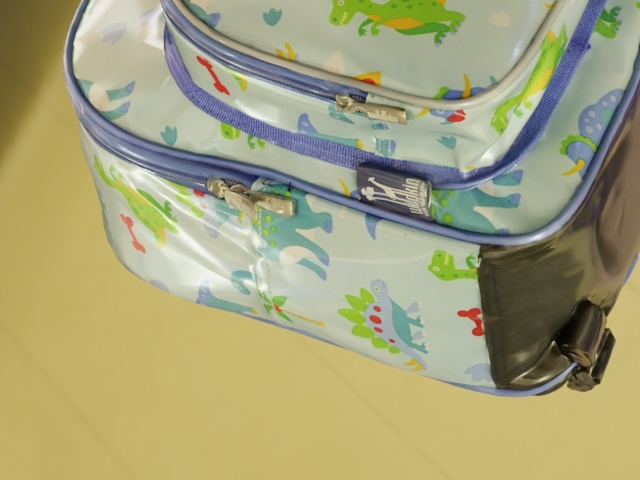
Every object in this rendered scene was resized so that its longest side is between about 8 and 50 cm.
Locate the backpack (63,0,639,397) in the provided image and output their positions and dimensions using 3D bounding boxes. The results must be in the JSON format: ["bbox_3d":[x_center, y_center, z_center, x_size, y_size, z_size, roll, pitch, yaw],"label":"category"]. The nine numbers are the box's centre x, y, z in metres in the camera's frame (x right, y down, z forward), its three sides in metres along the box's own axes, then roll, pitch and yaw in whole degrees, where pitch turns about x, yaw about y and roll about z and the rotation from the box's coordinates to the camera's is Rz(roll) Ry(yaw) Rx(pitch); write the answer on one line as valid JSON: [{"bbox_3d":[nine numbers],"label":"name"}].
[{"bbox_3d":[0.010,-0.036,0.374,0.114,0.084,0.105,12,51,24],"label":"backpack"}]
